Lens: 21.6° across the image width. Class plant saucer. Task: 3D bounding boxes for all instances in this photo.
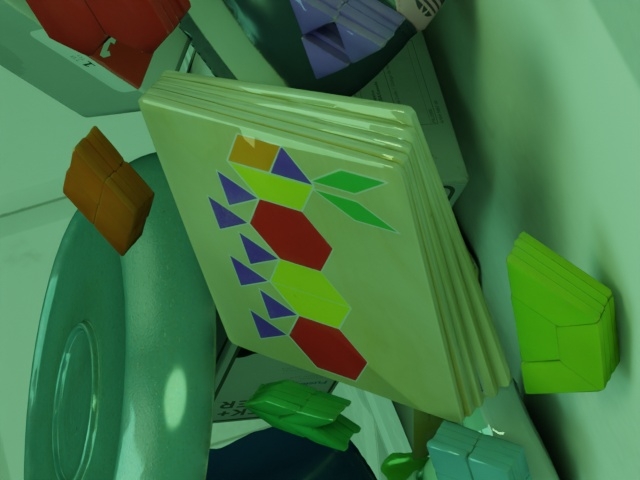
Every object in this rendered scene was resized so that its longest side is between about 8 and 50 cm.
[{"bbox_3d":[-0.132,0.101,1.014,0.317,0.043,0.318,-173,90,-69],"label":"plant saucer"}]

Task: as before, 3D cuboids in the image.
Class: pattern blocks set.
[{"bbox_3d":[0.000,0.000,0.746,0.285,0.026,0.325,22,146,23],"label":"pattern blocks set"}]

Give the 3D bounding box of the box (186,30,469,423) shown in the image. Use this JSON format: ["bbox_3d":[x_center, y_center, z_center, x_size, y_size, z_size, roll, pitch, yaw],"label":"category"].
[{"bbox_3d":[-0.022,-0.026,0.955,0.290,0.087,0.169,118,141,-58],"label":"box"}]

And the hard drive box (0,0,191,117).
[{"bbox_3d":[-0.137,-0.214,0.954,0.089,0.181,0.232,-1,64,49],"label":"hard drive box"}]

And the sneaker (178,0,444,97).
[{"bbox_3d":[-0.041,-0.204,0.811,0.319,0.131,0.112,62,-169,21],"label":"sneaker"}]

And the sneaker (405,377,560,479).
[{"bbox_3d":[0.054,0.170,0.924,0.256,0.151,0.094,85,168,-56],"label":"sneaker"}]

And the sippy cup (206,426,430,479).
[{"bbox_3d":[-0.019,0.251,1.122,0.305,0.240,0.224,-75,-36,-76],"label":"sippy cup"}]

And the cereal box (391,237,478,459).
[{"bbox_3d":[0.037,-0.008,1.047,0.173,0.047,0.240,85,167,-48],"label":"cereal box"}]
